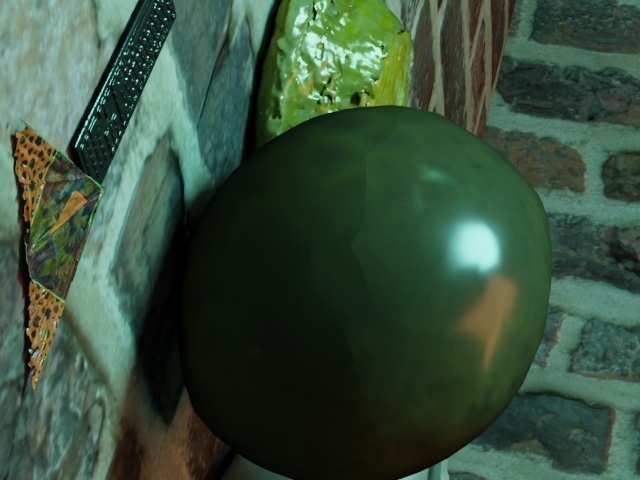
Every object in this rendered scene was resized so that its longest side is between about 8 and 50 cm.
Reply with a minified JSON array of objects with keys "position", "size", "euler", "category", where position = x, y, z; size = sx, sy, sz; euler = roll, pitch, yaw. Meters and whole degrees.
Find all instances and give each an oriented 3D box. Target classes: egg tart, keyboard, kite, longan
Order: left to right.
[{"position":[-0.184,-0.011,1.083],"size":[0.125,0.008,0.222],"euler":[-51,150,-56],"category":"kite"},{"position":[-0.150,-0.126,1.168],"size":[0.067,0.011,0.202],"euler":[84,19,-52],"category":"keyboard"},{"position":[0.022,-0.156,1.675],"size":[0.341,0.132,0.341],"euler":[12,90,-78],"category":"egg tart"},{"position":[0.040,0.047,1.428],"size":[0.404,0.336,0.404],"euler":[-43,-166,13],"category":"longan"}]

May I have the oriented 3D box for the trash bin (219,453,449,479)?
[{"position":[-0.018,0.327,1.686],"size":[0.367,0.255,0.296],"euler":[-43,144,-58],"category":"trash bin"}]
